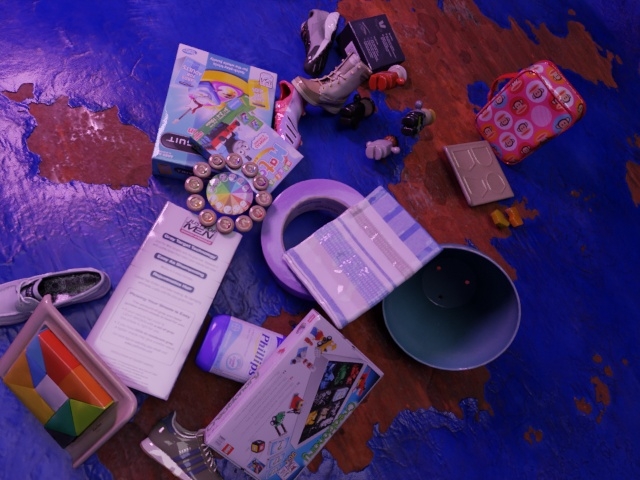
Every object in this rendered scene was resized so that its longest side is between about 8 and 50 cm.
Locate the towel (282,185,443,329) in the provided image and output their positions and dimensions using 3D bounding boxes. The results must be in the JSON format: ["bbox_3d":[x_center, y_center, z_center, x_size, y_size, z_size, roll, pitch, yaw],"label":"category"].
[{"bbox_3d":[0.086,0.026,0.854,0.284,0.034,0.209,-35,69,-10],"label":"towel"}]

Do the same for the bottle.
[{"bbox_3d":[-0.110,0.250,0.837,0.282,0.092,0.118,24,67,-12],"label":"bottle"}]

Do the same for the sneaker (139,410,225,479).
[{"bbox_3d":[-0.229,0.395,0.748,0.192,0.064,0.086,37,66,-1],"label":"sneaker"}]

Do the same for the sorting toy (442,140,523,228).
[{"bbox_3d":[0.520,-0.173,1.288,0.228,0.041,0.308,-12,75,-30],"label":"sorting toy"}]

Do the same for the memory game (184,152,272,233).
[{"bbox_3d":[-0.193,-0.102,0.859,0.186,0.012,0.187,6,72,-19],"label":"memory game"}]

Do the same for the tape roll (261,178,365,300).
[{"bbox_3d":[0.000,0.000,0.942,0.274,0.090,0.275,2,74,-5],"label":"tape roll"}]

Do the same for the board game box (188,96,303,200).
[{"bbox_3d":[-0.167,-0.208,0.932,0.211,0.039,0.160,41,62,-6],"label":"board game box"}]

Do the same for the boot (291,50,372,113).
[{"bbox_3d":[0.035,-0.432,1.076,0.213,0.165,0.077,-2,58,-55],"label":"boot"}]

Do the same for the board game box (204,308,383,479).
[{"bbox_3d":[-0.045,0.310,0.778,0.193,0.053,0.305,45,82,-16],"label":"board game box"}]

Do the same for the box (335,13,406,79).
[{"bbox_3d":[0.157,-0.597,1.258,0.158,0.093,0.156,-28,94,-28],"label":"box"}]

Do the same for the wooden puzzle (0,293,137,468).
[{"bbox_3d":[-0.428,0.239,0.657,0.239,0.221,0.044,50,25,5],"label":"wooden puzzle"}]

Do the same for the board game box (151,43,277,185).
[{"bbox_3d":[-0.251,-0.298,1.002,0.253,0.079,0.337,10,66,-18],"label":"board game box"}]

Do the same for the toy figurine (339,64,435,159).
[{"bbox_3d":[0.186,-0.350,1.127,0.210,0.213,0.148,52,45,0],"label":"toy figurine"}]

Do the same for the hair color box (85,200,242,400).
[{"bbox_3d":[-0.306,0.115,0.803,0.173,0.105,0.348,25,63,-11],"label":"hair color box"}]

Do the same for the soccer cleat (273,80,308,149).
[{"bbox_3d":[-0.094,-0.309,1.057,0.095,0.082,0.248,36,52,-38],"label":"soccer cleat"}]

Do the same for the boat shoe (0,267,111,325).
[{"bbox_3d":[-0.514,0.093,0.742,0.227,0.081,0.080,-14,76,-26],"label":"boat shoe"}]

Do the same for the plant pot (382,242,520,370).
[{"bbox_3d":[0.309,0.131,0.973,0.290,0.290,0.195,48,23,2],"label":"plant pot"}]

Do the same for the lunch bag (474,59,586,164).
[{"bbox_3d":[0.637,-0.409,1.280,0.120,0.293,0.258,-36,86,-24],"label":"lunch bag"}]

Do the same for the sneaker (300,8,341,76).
[{"bbox_3d":[-0.018,-0.593,1.209,0.107,0.100,0.272,16,58,-5],"label":"sneaker"}]
